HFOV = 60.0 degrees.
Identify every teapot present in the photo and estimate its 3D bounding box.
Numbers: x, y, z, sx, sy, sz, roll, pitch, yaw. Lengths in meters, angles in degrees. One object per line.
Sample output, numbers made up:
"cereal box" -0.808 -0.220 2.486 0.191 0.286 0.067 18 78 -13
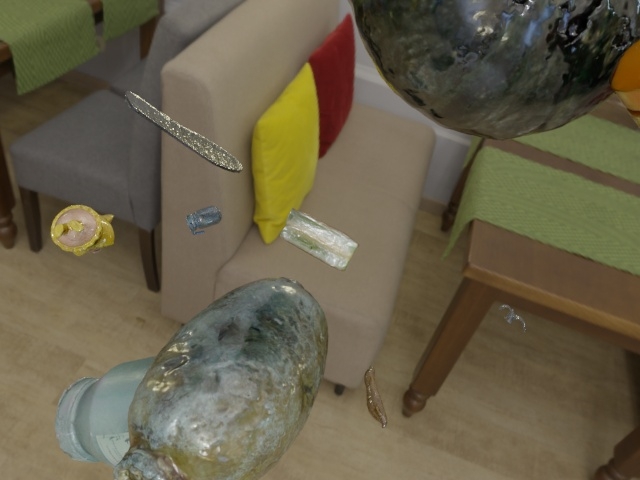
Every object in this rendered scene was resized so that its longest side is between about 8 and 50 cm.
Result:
"teapot" -0.295 -0.053 1.397 0.083 0.063 0.049 -21 76 -30

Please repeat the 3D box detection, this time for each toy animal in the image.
"toy animal" -0.688 -0.030 1.600 0.156 0.230 0.156 0 88 -7
"toy animal" 0.438 0.174 1.274 0.084 0.028 0.050 42 9 -7

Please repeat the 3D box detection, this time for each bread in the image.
"bread" -0.004 -0.002 1.150 0.139 0.074 0.084 26 6 -32

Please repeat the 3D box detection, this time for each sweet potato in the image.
"sweet potato" 0.079 0.231 0.832 0.026 0.026 0.115 5 36 -12

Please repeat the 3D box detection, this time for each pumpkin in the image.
"pumpkin" 0.250 -0.360 0.709 0.454 0.455 0.344 -4 5 -21

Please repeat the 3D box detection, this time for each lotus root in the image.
"lotus root" -0.083 0.145 0.632 0.174 0.175 0.349 24 37 9

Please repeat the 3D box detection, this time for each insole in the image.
"insole" -0.284 -0.225 1.188 0.309 0.012 0.110 32 24 -39

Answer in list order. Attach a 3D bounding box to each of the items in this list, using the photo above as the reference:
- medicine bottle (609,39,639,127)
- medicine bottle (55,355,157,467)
"medicine bottle" 0.405 -0.130 0.597 0.192 0.096 0.096 40 38 -21
"medicine bottle" -0.428 0.395 1.266 0.289 0.245 0.245 -12 36 25
